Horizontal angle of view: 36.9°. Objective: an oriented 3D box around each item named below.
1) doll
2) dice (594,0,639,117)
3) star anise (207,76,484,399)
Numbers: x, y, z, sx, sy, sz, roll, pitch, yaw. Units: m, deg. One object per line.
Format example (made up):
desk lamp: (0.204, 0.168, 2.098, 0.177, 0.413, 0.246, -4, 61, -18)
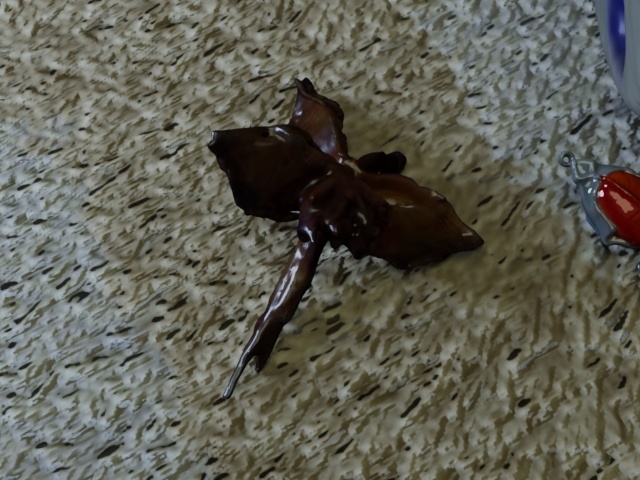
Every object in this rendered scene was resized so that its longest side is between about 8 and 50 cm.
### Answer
doll: (0.183, -0.014, 0.552, 0.114, 0.039, 0.057, 42, 108, 8)
dice: (0.280, -0.199, 0.507, 0.259, 0.243, 0.251, -6, 69, 7)
star anise: (-0.008, 0.000, 0.562, 0.158, 0.144, 0.140, 40, 33, 11)
